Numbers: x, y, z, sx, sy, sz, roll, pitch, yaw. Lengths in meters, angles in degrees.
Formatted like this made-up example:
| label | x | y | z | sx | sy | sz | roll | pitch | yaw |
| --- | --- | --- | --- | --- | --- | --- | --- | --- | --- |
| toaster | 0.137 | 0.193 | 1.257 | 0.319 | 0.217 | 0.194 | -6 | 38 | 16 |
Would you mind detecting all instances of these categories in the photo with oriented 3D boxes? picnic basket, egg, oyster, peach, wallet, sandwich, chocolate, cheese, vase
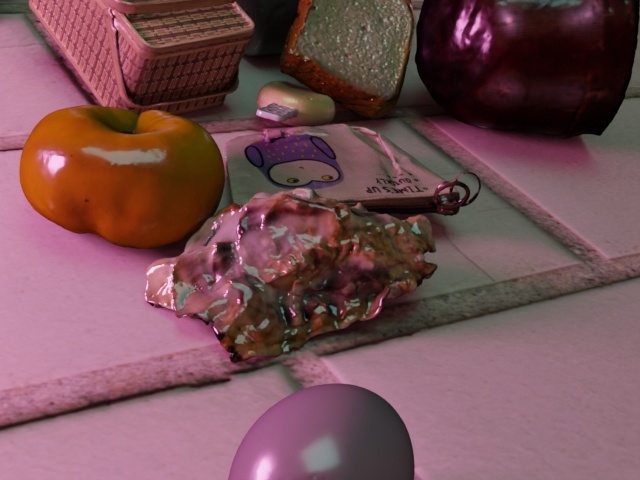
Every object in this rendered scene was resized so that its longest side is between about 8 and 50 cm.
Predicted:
| label | x | y | z | sx | sy | sz | roll | pitch | yaw |
| --- | --- | --- | --- | --- | --- | --- | --- | --- | --- |
| picnic basket | -0.275 | -0.355 | 1.408 | 0.228 | 0.175 | 0.313 | -21 | 64 | -41 |
| egg | 0.005 | 0.197 | 0.754 | 0.146 | 0.147 | 0.198 | 27 | 28 | 22 |
| oyster | -0.023 | 0.012 | 1.044 | 0.354 | 0.107 | 0.201 | -18 | 52 | -27 |
| peach | -0.241 | -0.087 | 1.118 | 0.251 | 0.153 | 0.251 | 13 | 16 | -4 |
| wallet | 0.021 | -0.096 | 1.272 | 0.335 | 0.068 | 0.275 | -6 | 28 | -21 |
| sandwich | 0.048 | -0.351 | 1.528 | 0.226 | 0.087 | 0.251 | 23 | 64 | -22 |
| chocolate | 0.330 | -0.355 | 1.563 | 0.331 | 0.384 | 0.384 | 0 | 33 | -2 |
| cheese | -0.049 | -0.201 | 1.379 | 0.127 | 0.050 | 0.255 | 17 | 16 | 4 |
| vase | -0.024 | -0.459 | 1.692 | 0.291 | 0.245 | 0.245 | -12 | 39 | -25 |
